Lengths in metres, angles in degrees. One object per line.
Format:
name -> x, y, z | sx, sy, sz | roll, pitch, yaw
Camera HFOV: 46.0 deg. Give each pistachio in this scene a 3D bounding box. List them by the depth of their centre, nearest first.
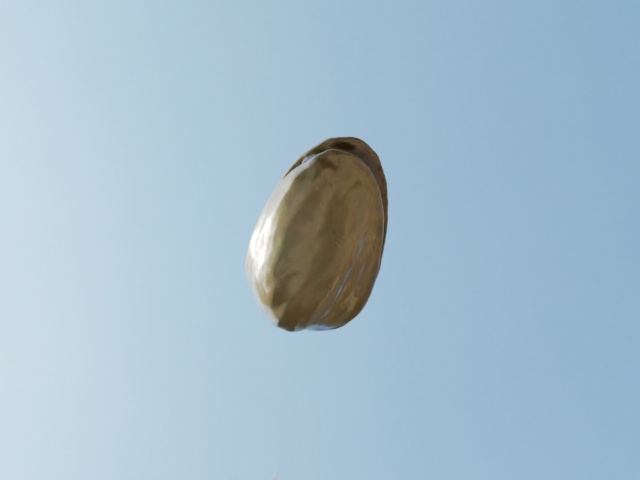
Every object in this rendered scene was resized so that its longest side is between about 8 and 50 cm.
pistachio -> 0.000, 0.000, 0.734 | 0.131, 0.129, 0.206 | 17, -63, -6
